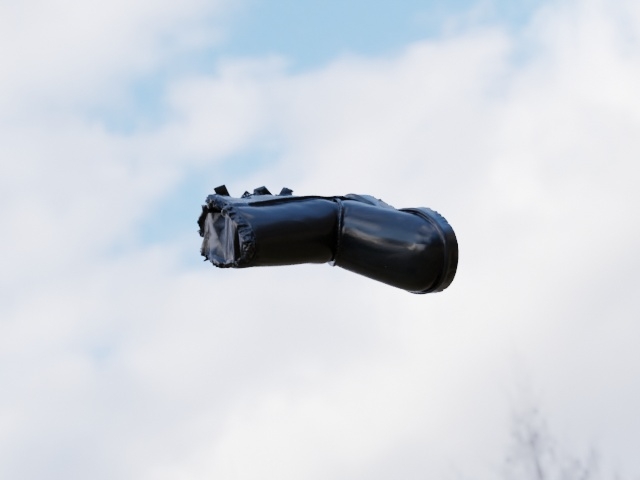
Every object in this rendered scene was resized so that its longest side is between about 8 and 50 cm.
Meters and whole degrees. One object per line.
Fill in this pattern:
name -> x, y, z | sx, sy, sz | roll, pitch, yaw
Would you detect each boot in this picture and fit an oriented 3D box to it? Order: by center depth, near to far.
boot -> 0.000, 0.000, 0.958 | 0.099, 0.045, 0.121 | -1, 14, -30
